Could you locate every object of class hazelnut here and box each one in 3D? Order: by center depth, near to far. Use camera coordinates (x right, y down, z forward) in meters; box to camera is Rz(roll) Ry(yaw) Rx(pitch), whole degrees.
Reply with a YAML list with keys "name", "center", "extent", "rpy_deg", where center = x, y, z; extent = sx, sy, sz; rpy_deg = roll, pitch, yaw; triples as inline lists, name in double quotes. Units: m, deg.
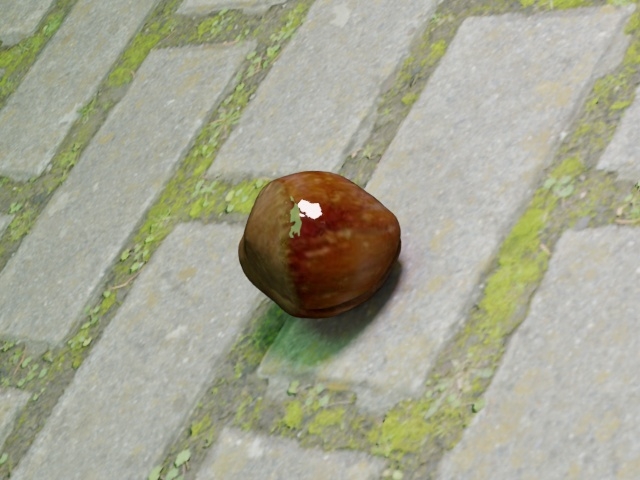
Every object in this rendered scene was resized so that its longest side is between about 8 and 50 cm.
- name: "hazelnut"
  center: [0.000, 0.000, 1.607]
  extent: [0.143, 0.143, 0.154]
  rpy_deg: [-55, 17, -16]
